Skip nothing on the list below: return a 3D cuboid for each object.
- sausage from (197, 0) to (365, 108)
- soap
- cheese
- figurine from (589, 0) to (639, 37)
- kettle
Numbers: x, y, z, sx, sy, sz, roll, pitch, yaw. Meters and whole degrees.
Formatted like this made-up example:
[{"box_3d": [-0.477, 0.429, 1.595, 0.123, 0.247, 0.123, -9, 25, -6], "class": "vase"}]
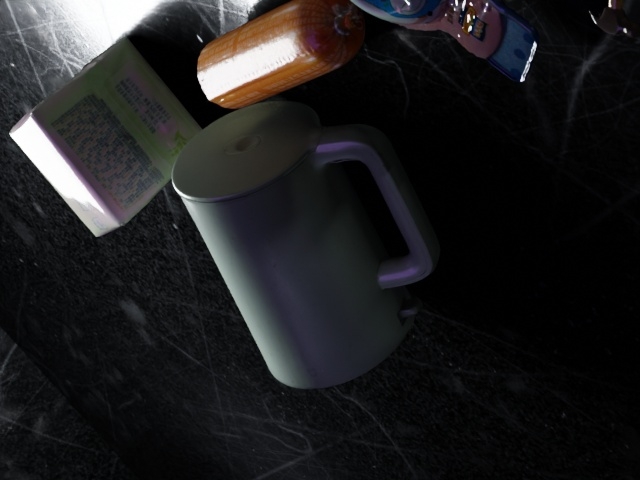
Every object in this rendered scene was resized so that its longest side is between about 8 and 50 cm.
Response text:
[{"box_3d": [-0.035, -0.217, 2.022, 0.093, 0.093, 0.312, 51, 154, -13], "class": "sausage"}, {"box_3d": [-0.282, -0.136, 2.426, 0.199, 0.182, 0.138, 51, 156, -12], "class": "soap"}, {"box_3d": [0.095, -0.258, 1.771, 0.286, 0.074, 0.189, 38, 157, 13], "class": "cheese"}, {"box_3d": [0.274, -0.270, 1.437, 0.137, 0.112, 0.229, 35, 142, 4], "class": "figurine"}, {"box_3d": [-0.013, 0.009, 2.212, 0.265, 0.205, 0.318, 19, 142, 49], "class": "kettle"}]
